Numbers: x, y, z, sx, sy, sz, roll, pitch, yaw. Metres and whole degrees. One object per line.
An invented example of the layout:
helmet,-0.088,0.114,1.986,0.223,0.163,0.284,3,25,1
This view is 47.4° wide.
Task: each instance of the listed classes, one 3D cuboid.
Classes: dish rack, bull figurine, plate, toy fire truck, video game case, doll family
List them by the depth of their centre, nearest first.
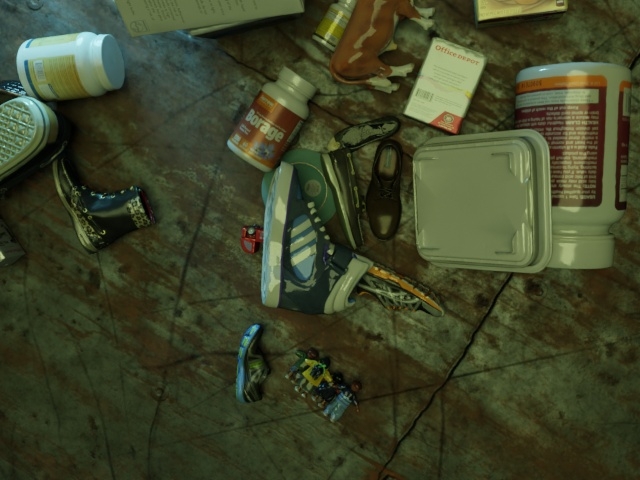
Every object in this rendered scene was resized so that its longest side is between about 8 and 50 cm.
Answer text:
dish rack,0.308,-0.077,1.489,0.332,0.072,0.286,3,97,49
bull figurine,0.136,-0.467,1.548,0.188,0.101,0.310,23,103,-11
video game case,-0.157,-0.468,1.561,0.212,0.193,0.023,-11,102,9
plate,-0.045,-0.115,1.663,0.188,0.024,0.188,1,95,9
toy fire truck,-0.093,0.041,1.672,0.192,0.047,0.135,8,99,10
doll family,0.013,0.326,1.674,0.193,0.076,0.111,40,95,-2

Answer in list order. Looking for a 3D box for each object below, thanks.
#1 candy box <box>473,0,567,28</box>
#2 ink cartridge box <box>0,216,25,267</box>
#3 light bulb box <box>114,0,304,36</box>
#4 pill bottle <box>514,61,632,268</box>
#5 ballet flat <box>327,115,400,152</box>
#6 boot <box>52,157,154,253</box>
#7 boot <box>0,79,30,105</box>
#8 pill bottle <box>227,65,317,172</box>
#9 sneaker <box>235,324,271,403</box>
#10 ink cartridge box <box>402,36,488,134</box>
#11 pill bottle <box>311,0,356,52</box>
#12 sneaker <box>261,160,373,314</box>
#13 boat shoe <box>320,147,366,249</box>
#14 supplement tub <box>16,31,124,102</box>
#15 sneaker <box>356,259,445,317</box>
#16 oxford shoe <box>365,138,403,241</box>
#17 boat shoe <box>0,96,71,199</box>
candy box,0.404,-0.618,1.516,0.182,0.087,0.317,-5,95,9
ink cartridge box,-0.786,-0.004,1.746,0.056,0.099,0.135,-34,91,9
light bulb box,-0.221,-0.623,1.458,0.360,0.225,0.358,-6,52,9
pill bottle,0.503,-0.147,1.477,0.224,0.224,0.392,2,95,8
ballet flat,0.094,-0.237,1.617,0.173,0.049,0.058,-21,91,10
boot,-0.507,-0.106,1.706,0.178,0.085,0.237,-21,94,6
boot,-0.760,-0.326,1.739,0.219,0.082,0.106,13,119,2
pill bottle,-0.102,-0.269,1.608,0.121,0.121,0.216,34,99,4
sneaker,-0.154,0.288,1.704,0.078,0.067,0.188,5,95,-13
ink cartridge box,0.269,-0.330,1.571,0.127,0.072,0.175,23,98,6
pill bottle,0.036,-0.477,1.596,0.065,0.065,0.116,34,99,4
sneaker,0.000,0.000,1.583,0.236,0.130,0.323,5,88,-12
boat shoe,0.065,-0.092,1.618,0.068,0.081,0.228,-19,103,-8
supplement tub,-0.563,-0.393,1.653,0.199,0.144,0.144,-4,95,9
sneaker,0.178,0.121,1.627,0.214,0.084,0.083,27,101,15
oxford shoe,0.138,-0.109,1.601,0.082,0.096,0.227,1,97,7
boat shoe,-0.786,-0.178,1.705,0.500,0.156,0.187,-25,85,22
